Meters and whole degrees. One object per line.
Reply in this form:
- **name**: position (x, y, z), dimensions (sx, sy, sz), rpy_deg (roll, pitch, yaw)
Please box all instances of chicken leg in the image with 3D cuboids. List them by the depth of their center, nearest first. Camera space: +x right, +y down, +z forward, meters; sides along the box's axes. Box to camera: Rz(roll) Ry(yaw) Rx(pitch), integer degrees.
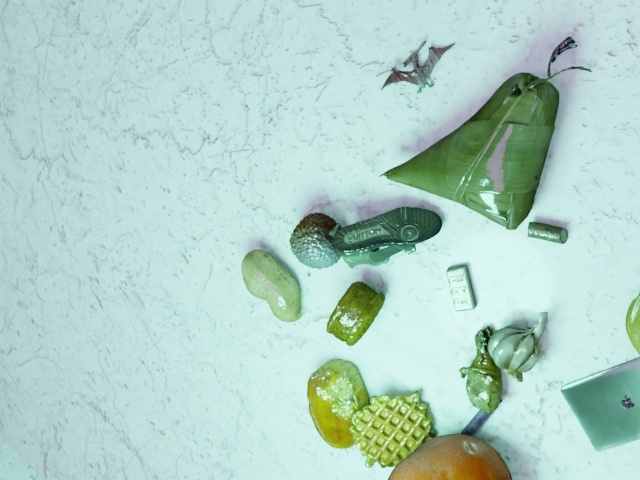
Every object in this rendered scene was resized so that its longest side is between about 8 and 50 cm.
- **chicken leg**: position (0.428, 0.341, 1.720), dimensions (0.103, 0.088, 0.227), rpy_deg (-10, 86, 58)

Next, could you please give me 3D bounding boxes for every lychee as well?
- **lychee**: position (0.000, 0.000, 1.824), dimensions (0.197, 0.165, 0.165), rpy_deg (-25, 90, 41)

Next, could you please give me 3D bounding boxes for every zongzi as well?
- **zongzi**: position (0.374, -0.287, 1.540), dimensions (0.418, 0.181, 0.447), rpy_deg (20, 109, 25)

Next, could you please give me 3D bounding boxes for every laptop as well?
- **laptop**: position (0.755, 0.397, 1.588), dimensions (0.269, 0.015, 0.187), rpy_deg (-33, 85, 31)

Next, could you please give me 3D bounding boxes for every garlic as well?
- **garlic**: position (0.502, 0.251, 1.623), dimensions (0.127, 0.131, 0.194), rpy_deg (35, 126, 15)

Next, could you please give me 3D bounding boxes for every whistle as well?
- **whistle**: position (0.440, 0.489, 1.778), dimensions (0.033, 0.033, 0.176), rpy_deg (39, 118, 16)

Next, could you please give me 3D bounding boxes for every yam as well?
- **yam**: position (0.554, -0.019, 1.578), dimensions (0.094, 0.043, 0.043), rpy_deg (14, 109, 26)

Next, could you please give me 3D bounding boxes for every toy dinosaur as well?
- **toy dinosaur**: position (0.251, -0.436, 1.650), dimensions (0.220, 0.032, 0.108), rpy_deg (-26, 86, 22)

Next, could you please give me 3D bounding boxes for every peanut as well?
- **peanut**: position (-0.144, 0.140, 1.971), dimensions (0.253, 0.122, 0.137), rpy_deg (45, 129, 7)

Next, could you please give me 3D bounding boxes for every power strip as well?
- **power strip**: position (0.374, 0.126, 1.723), dimensions (0.056, 0.032, 0.123), rpy_deg (-11, 96, 30)

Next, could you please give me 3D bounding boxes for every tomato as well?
- **tomato**: position (0.333, 0.661, 1.716), dimensions (0.273, 0.341, 0.341), rpy_deg (43, 120, 29)

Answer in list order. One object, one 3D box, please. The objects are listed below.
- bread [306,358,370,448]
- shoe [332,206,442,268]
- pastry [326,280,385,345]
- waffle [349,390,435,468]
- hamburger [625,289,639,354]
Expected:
- **bread**: position (0.054, 0.493, 1.942), dimensions (0.179, 0.133, 0.250), rpy_deg (-3, 100, 34)
- **shoe**: position (0.185, 0.001, 1.764), dimensions (0.293, 0.149, 0.109), rpy_deg (-12, 62, 5)
- **pastry**: position (0.099, 0.204, 1.811), dimensions (0.103, 0.189, 0.188), rpy_deg (33, 116, 13)
- **waffle**: position (0.207, 0.546, 1.857), dimensions (0.238, 0.059, 0.243), rpy_deg (-15, 102, 3)
- **hamburger**: position (0.788, 0.188, 1.440), dimensions (0.189, 0.122, 0.215), rpy_deg (23, 108, 50)
